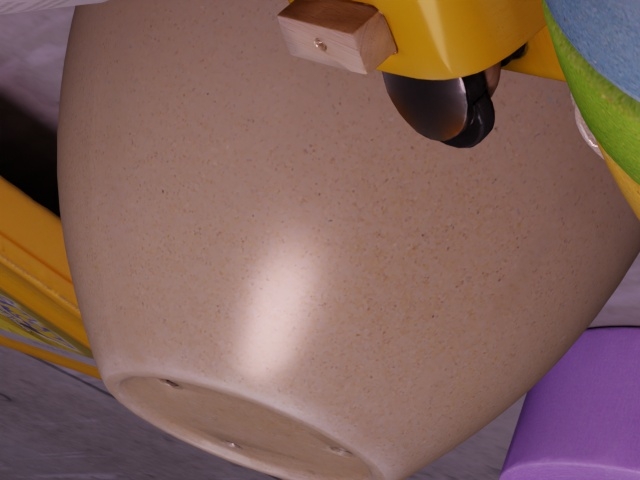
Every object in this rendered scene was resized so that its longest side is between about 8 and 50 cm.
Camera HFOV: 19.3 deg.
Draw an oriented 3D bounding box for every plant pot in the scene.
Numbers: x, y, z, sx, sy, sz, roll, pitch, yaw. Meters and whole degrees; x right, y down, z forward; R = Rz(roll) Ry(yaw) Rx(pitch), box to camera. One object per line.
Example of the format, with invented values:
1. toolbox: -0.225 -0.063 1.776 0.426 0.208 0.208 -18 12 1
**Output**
1. plant pot: 0.000 0.000 0.834 0.284 0.191 0.284 18 161 6

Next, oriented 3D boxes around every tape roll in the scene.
1. tape roll: 0.251 0.150 1.143 0.275 0.090 0.275 19 161 7

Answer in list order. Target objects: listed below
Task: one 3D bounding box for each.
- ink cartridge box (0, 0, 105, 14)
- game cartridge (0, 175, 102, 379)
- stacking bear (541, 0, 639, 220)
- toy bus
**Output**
1. ink cartridge box: -0.197 -0.118 0.528 0.306 0.131 0.226 -7 -174 -16
2. game cartridge: -0.216 0.013 1.205 0.285 0.053 0.323 39 166 -35
3. stacking bear: 0.137 -0.050 0.454 0.175 0.164 0.289 26 151 34
4. toy bus: 0.033 -0.094 0.583 0.202 0.104 0.191 45 155 7
